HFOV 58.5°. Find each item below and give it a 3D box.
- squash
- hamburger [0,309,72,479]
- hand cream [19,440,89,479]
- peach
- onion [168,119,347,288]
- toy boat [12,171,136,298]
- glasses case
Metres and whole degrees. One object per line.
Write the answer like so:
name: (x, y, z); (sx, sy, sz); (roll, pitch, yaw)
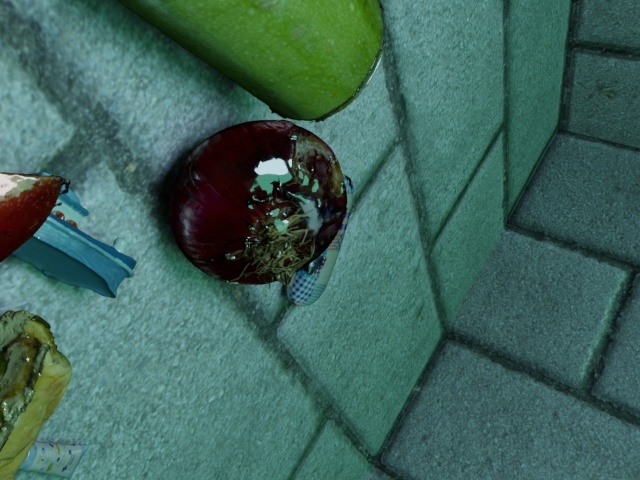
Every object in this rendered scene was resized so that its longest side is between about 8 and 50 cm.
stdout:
squash: (-0.085, -0.346, 0.771); (0.384, 0.263, 0.263); (23, 90, -60)
hamburger: (-0.428, 0.220, 0.763); (0.262, 0.124, 0.131); (-60, 169, -5)
hand cream: (-0.432, 0.342, 0.898); (0.065, 0.043, 0.170); (-62, 153, -16)
peach: (-0.388, 0.008, 0.583); (0.279, 0.068, 0.189); (-22, 161, -8)
onion: (-0.109, -0.070, 0.974); (0.314, 0.232, 0.314); (-18, 138, -18)
toy boat: (-0.334, -0.003, 0.773); (0.238, 0.109, 0.098); (51, 41, -52)
glasses case: (0.000, 0.000, 1.336); (0.125, 0.076, 0.327); (0, 110, -57)
